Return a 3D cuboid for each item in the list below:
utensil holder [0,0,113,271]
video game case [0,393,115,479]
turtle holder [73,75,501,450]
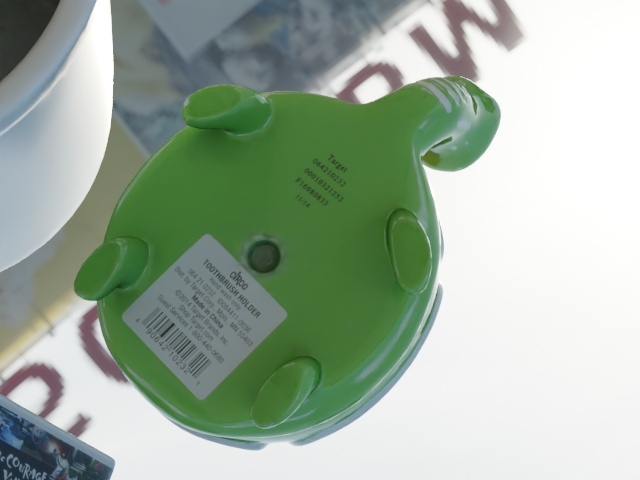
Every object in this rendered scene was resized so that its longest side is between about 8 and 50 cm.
[{"bbox_3d":[-0.299,-0.146,1.138,0.327,0.327,0.385,-42,173,-13],"label":"utensil holder"},{"bbox_3d":[-0.218,0.168,0.955,0.022,0.190,0.173,-3,-121,44],"label":"video game case"},{"bbox_3d":[-0.020,0.001,1.238,0.227,0.243,0.320,59,46,-73],"label":"turtle holder"}]
